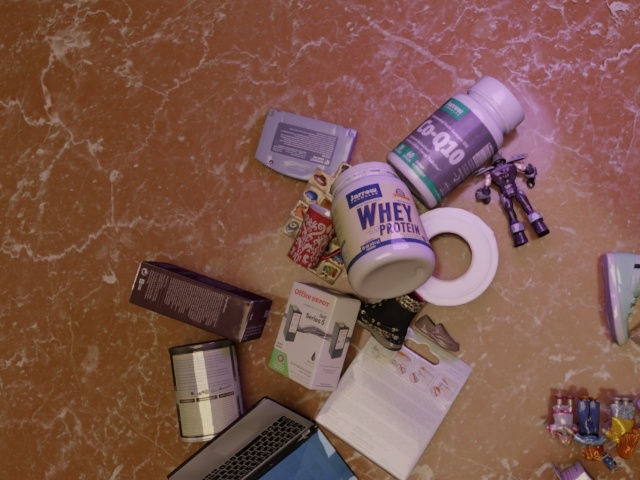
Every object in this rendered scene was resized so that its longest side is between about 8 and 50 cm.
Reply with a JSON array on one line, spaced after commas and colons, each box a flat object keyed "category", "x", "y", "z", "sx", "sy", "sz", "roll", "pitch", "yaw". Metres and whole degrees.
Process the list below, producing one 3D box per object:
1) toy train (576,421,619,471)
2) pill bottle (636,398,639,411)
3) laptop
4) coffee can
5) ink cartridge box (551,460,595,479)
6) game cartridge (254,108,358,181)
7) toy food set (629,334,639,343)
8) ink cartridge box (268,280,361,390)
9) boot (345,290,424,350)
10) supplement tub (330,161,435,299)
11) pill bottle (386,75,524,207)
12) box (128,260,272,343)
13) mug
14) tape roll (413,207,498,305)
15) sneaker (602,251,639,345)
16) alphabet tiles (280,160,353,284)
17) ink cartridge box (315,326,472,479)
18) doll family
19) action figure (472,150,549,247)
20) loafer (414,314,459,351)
[{"category": "toy train", "x": 0.761, "y": 0.566, "z": 1.751, "sx": 0.027, "sy": 0.036, "sz": 0.158, "roll": -38, "pitch": 79, "yaw": 7}, {"category": "pill bottle", "x": 0.928, "y": 0.501, "z": 1.681, "sx": 0.108, "sy": 0.108, "sz": 0.193, "roll": -25, "pitch": 81, "yaw": 10}, {"category": "laptop", "x": -0.145, "y": 0.710, "z": 1.849, "sx": 0.382, "sy": 0.408, "sz": 0.236, "roll": -41, "pitch": 45, "yaw": 7}, {"category": "coffee can", "x": -0.339, "y": 0.444, "z": 1.920, "sx": 0.202, "sy": 0.201, "sz": 0.275, "roll": -10, "pitch": 84, "yaw": 12}, {"category": "ink cartridge box", "x": 0.715, "y": 0.671, "z": 1.713, "sx": 0.067, "sy": 0.115, "sz": 0.198, "roll": -41, "pitch": 79, "yaw": 8}, {"category": "game cartridge", "x": -0.049, "y": -0.284, "z": 1.987, "sx": 0.294, "sy": 0.060, "sz": 0.196, "roll": 17, "pitch": 86, "yaw": 13}, {"category": "toy food set", "x": 0.933, "y": 0.296, "z": 1.691, "sx": 0.192, "sy": 0.038, "sz": 0.132, "roll": 45, "pitch": 140, "yaw": -8}, {"category": "ink cartridge box", "x": -0.018, "y": 0.274, "z": 1.865, "sx": 0.198, "sy": 0.115, "sz": 0.272, "roll": 16, "pitch": 90, "yaw": 47}, {"category": "boot", "x": 0.180, "y": 0.182, "z": 1.843, "sx": 0.236, "sy": 0.085, "sz": 0.178, "roll": 41, "pitch": 117, "yaw": 30}, {"category": "supplement tub", "x": 0.159, "y": -0.029, "z": 1.738, "sx": 0.236, "sy": 0.235, "sz": 0.324, "roll": -22, "pitch": 56, "yaw": 10}, {"category": "pill bottle", "x": 0.381, "y": -0.281, "z": 1.808, "sx": 0.361, "sy": 0.204, "sz": 0.204, "roll": -42, "pitch": 78, "yaw": 2}, {"category": "box", "x": -0.362, "y": 0.184, "z": 1.953, "sx": 0.382, "sy": 0.191, "sz": 0.143, "roll": 16, "pitch": 90, "yaw": 14}, {"category": "mug", "x": -0.005, "y": -0.001, "z": 1.892, "sx": 0.150, "sy": 0.113, "sz": 0.169, "roll": 32, "pitch": 104, "yaw": 17}, {"category": "tape roll", "x": 0.369, "y": 0.048, "z": 1.845, "sx": 0.286, "sy": 0.100, "sz": 0.286, "roll": -1, "pitch": 85, "yaw": 13}, {"category": "sneaker", "x": 0.858, "y": 0.158, "z": 1.731, "sx": 0.151, "sy": 0.094, "sz": 0.255, "roll": -2, "pitch": 86, "yaw": 10}, {"category": "alphabet tiles", "x": 0.052, "y": -0.051, "z": 1.940, "sx": 0.285, "sy": 0.011, "sz": 0.342, "roll": 32, "pitch": 100, "yaw": 7}, {"category": "ink cartridge box", "x": 0.215, "y": 0.456, "z": 1.877, "sx": 0.308, "sy": 0.091, "sz": 0.385, "roll": 32, "pitch": 76, "yaw": 13}, {"category": "doll family", "x": 0.741, "y": 0.498, "z": 1.689, "sx": 0.263, "sy": 0.118, "sz": 0.163, "roll": 2, "pitch": 76, "yaw": 3}, {"category": "action figure", "x": 0.544, "y": -0.129, "z": 1.825, "sx": 0.185, "sy": 0.099, "sz": 0.284, "roll": -23, "pitch": 77, "yaw": 17}, {"category": "loafer", "x": 0.345, "y": 0.269, "z": 1.856, "sx": 0.148, "sy": 0.056, "sz": 0.050, "roll": 34, "pitch": 100, "yaw": 13}]
